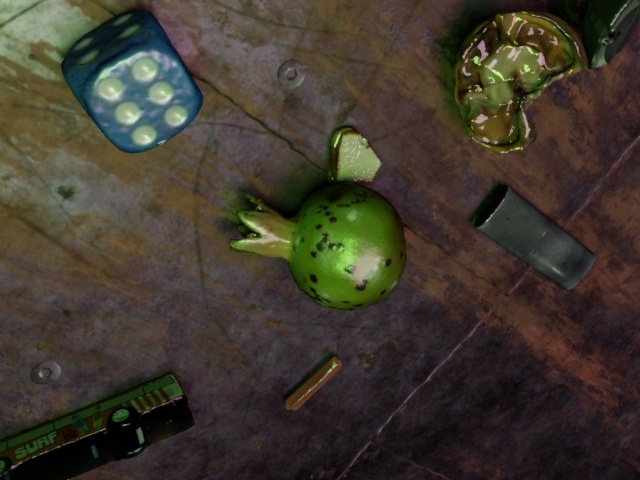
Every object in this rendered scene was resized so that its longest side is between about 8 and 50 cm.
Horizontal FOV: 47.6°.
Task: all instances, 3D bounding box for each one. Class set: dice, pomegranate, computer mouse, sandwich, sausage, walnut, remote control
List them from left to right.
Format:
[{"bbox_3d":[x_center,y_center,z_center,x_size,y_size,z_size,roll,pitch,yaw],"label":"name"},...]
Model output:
[{"bbox_3d":[-0.252,-0.213,0.975,0.146,0.146,0.143,-33,131,-2],"label":"dice"},{"bbox_3d":[-0.015,0.291,1.474,0.147,0.035,0.030,-43,97,3],"label":"sausage"},{"bbox_3d":[0.006,0.002,1.231,0.285,0.231,0.231,14,118,12],"label":"pomegranate"},{"bbox_3d":[0.058,-0.147,1.249,0.093,0.036,0.105,-13,122,-20],"label":"sandwich"},{"bbox_3d":[0.316,-0.287,1.240,0.204,0.141,0.238,26,115,-14],"label":"walnut"},{"bbox_3d":[0.465,0.001,1.553,0.377,0.044,0.107,28,98,-38],"label":"remote control"},{"bbox_3d":[0.491,-0.385,1.225,0.379,0.090,0.167,-42,156,-51],"label":"computer mouse"}]

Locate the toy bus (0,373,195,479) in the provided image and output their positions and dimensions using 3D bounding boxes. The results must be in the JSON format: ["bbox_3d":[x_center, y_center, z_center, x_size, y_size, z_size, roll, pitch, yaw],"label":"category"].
[{"bbox_3d":[-0.424,0.355,1.253,0.408,0.092,0.093,-19,123,-17],"label":"toy bus"}]

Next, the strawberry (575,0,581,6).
[{"bbox_3d":[0.448,-0.522,1.205,0.174,0.098,0.228,-47,152,-16],"label":"strawberry"}]
